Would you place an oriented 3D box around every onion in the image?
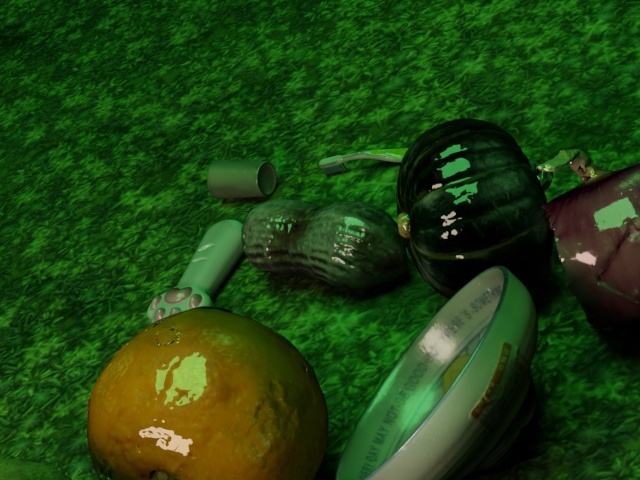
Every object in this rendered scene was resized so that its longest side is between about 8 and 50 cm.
[{"bbox_3d":[0.328,-0.004,1.699,0.200,0.207,0.201,-5,66,12],"label":"onion"}]

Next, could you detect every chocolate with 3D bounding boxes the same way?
[{"bbox_3d":[0.000,0.000,2.011,0.248,0.110,0.110,3,43,40],"label":"chocolate"}]

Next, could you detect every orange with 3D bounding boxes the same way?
[{"bbox_3d":[-0.115,0.191,1.699,0.246,0.246,0.246,-19,33,13],"label":"orange"}]

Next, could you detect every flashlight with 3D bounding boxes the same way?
[{"bbox_3d":[-0.150,0.045,2.113,0.093,0.047,0.200,-3,40,34],"label":"flashlight"}]

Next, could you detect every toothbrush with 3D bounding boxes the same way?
[{"bbox_3d":[0.116,-0.117,2.160,0.263,0.026,0.022,-10,43,27],"label":"toothbrush"}]

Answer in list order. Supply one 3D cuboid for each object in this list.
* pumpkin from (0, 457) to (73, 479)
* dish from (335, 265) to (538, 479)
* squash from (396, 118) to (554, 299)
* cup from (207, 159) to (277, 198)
[{"bbox_3d":[-0.306,0.349,1.543,0.332,0.332,0.199,-21,30,11],"label":"pumpkin"},{"bbox_3d":[0.146,0.172,1.642,0.273,0.134,0.273,-51,7,8],"label":"dish"},{"bbox_3d":[0.170,-0.031,1.831,0.172,0.218,0.218,1,34,-4],"label":"squash"},{"bbox_3d":[-0.100,-0.081,2.263,0.083,0.075,0.055,1,79,33],"label":"cup"}]
